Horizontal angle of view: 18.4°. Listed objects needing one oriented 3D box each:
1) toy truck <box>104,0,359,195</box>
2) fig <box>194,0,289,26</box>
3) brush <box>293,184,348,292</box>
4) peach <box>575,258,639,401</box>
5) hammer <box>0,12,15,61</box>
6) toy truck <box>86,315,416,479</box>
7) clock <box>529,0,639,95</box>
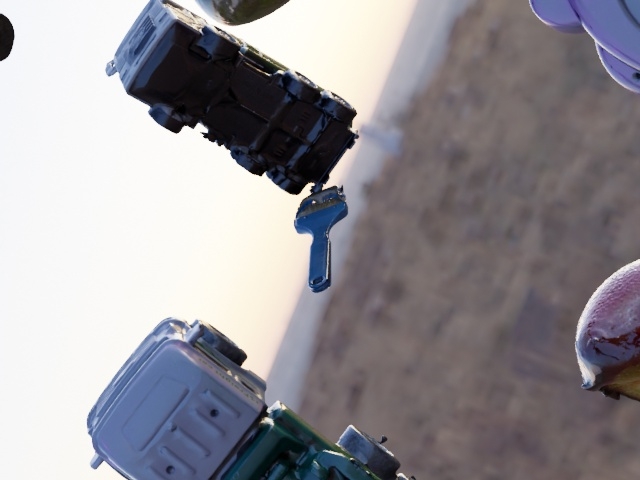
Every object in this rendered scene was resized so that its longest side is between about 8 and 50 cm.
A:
[{"bbox_3d":[-0.070,-0.132,1.787,0.101,0.242,0.125,-54,31,14],"label":"toy truck"},{"bbox_3d":[-0.087,-0.313,2.192,0.144,0.154,0.165,-27,-22,-47],"label":"fig"},{"bbox_3d":[0.000,0.000,1.725,0.164,0.051,0.014,-90,-25,-60],"label":"brush"},{"bbox_3d":[0.361,0.082,1.964,0.159,0.267,0.154,-29,55,40],"label":"peach"},{"bbox_3d":[-0.349,-0.154,1.551,0.365,0.043,0.111,3,86,47],"label":"hammer"},{"bbox_3d":[-0.025,0.218,1.648,0.176,0.363,0.178,-52,1,-1],"label":"toy truck"},{"bbox_3d":[0.320,-0.226,1.672,0.227,0.248,0.090,-64,-16,5],"label":"clock"}]
